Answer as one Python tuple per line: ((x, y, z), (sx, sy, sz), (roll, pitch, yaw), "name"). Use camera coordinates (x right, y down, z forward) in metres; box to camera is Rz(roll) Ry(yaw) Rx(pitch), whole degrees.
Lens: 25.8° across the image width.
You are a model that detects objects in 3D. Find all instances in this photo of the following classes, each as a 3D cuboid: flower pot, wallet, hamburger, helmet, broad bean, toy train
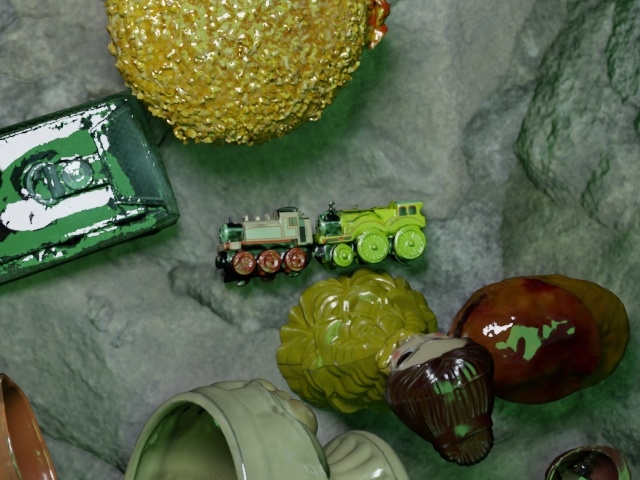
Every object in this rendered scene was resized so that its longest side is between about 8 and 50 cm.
((-0.051, 0.301, 1.487), (0.244, 0.307, 0.307), (9, 92, -35), "flower pot")
((-0.284, -0.054, 1.494), (0.236, 0.055, 0.160), (-20, 94, -15), "wallet")
((-0.085, -0.242, 1.472), (0.294, 0.179, 0.276), (-39, 105, -11), "hamburger")
((0.318, 0.290, 1.711), (0.111, 0.057, 0.089), (-15, 96, -11), "helmet")
((0.261, 0.117, 1.646), (0.228, 0.122, 0.156), (2, 92, -15), "broad bean")
((0.000, 0.000, 1.589), (0.249, 0.053, 0.085), (-7, 87, -17), "toy train")
((-0.371, 0.254, 1.430), (0.173, 0.190, 0.191), (-20, 101, -5), "flower pot")

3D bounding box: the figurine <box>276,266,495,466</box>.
((0.089, 0.127, 1.488), (0.187, 0.315, 0.168), (5, 93, -19), "figurine")
